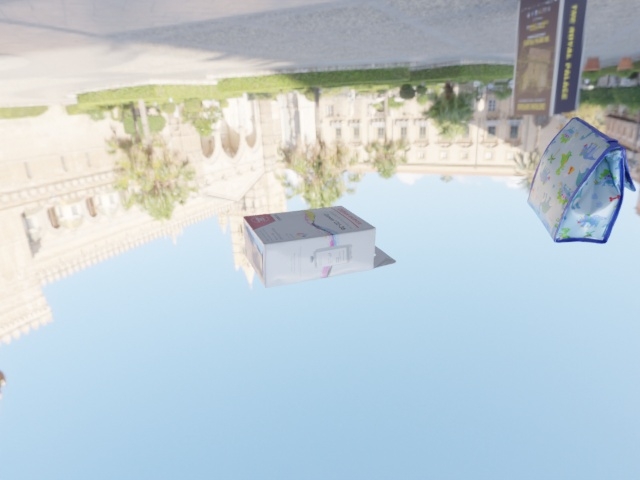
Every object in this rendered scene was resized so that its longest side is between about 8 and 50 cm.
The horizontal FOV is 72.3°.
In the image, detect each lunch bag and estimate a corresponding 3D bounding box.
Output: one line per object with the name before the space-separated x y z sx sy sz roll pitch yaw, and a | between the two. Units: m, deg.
lunch bag | 0.381 -0.090 0.644 0.096 0.151 0.129 0 -148 3

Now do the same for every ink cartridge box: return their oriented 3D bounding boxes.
ink cartridge box | 0.000 0.000 0.626 0.198 0.067 0.115 -8 -156 -22
